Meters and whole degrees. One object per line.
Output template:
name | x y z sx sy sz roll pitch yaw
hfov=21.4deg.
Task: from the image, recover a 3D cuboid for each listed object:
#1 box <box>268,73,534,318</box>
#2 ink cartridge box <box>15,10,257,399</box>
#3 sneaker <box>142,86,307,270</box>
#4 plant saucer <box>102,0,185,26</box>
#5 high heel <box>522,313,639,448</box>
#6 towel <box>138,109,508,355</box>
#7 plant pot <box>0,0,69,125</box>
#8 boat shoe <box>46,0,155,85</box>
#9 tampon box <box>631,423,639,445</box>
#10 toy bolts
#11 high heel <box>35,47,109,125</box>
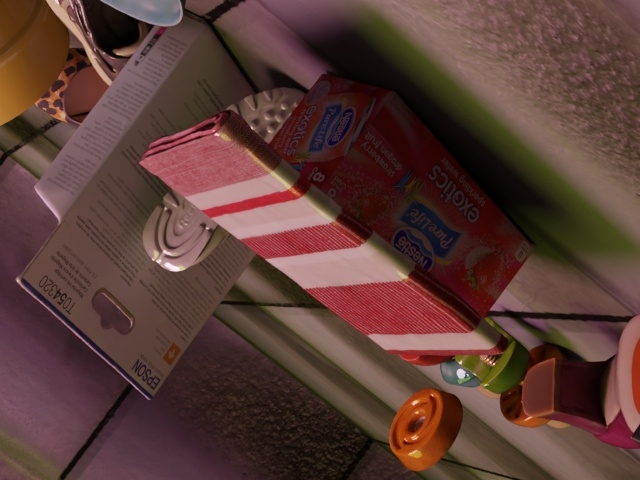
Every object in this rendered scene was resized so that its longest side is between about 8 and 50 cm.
box | 0.071 -0.028 1.628 0.257 0.128 0.122 45 166 -35
ink cartridge box | -0.173 -0.032 1.826 0.071 0.330 0.324 29 166 31
sneaker | -0.088 -0.068 1.754 0.090 0.235 0.095 48 -166 12
plant saucer | -0.248 -0.322 1.607 0.317 0.044 0.317 34 168 8
high heel | 0.357 0.143 1.636 0.181 0.127 0.377 10 173 -20
towel | 0.000 0.000 1.546 0.329 0.037 0.237 38 164 -16
plant pot | -0.440 -0.277 1.906 0.254 0.254 0.239 28 151 36
boat shoe | -0.214 -0.217 1.838 0.223 0.080 0.073 49 168 -33
tampon box | 0.355 0.135 1.355 0.101 0.161 0.120 42 167 -28
toy bolts | 0.190 0.186 2.017 0.158 0.218 0.228 35 -172 -27
high heel | -0.235 -0.157 2.025 0.261 0.093 0.186 17 -169 -43
